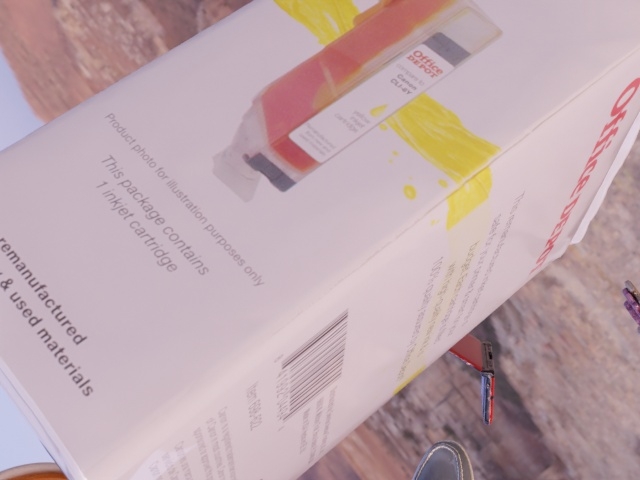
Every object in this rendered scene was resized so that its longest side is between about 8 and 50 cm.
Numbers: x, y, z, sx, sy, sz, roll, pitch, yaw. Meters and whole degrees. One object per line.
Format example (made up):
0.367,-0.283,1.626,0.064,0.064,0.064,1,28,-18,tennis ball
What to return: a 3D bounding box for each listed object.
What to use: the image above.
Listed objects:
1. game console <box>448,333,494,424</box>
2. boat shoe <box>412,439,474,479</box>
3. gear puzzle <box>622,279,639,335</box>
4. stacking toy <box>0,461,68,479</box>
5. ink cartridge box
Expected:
0.215,0.192,1.386,0.144,0.085,0.124,-52,-37,-76,game console
0.178,0.483,1.543,0.116,0.320,0.099,12,161,24,boat shoe
0.570,0.219,1.442,0.175,0.044,0.339,42,-162,-37,gear puzzle
-0.343,0.540,1.268,0.480,0.350,0.351,15,148,54,stacking toy
0.000,0.000,0.552,0.160,0.384,0.279,46,158,20,ink cartridge box
